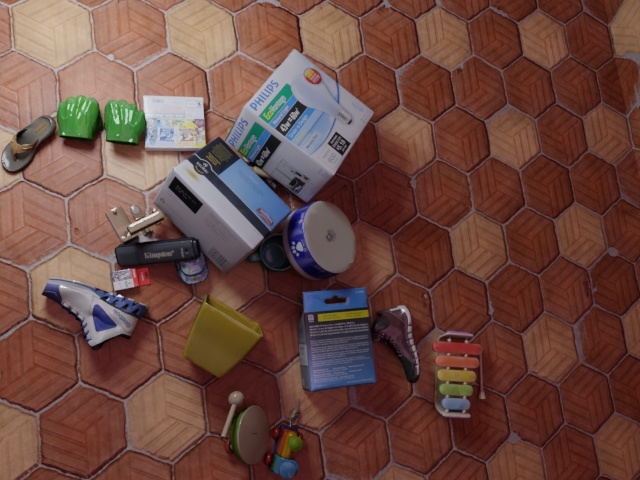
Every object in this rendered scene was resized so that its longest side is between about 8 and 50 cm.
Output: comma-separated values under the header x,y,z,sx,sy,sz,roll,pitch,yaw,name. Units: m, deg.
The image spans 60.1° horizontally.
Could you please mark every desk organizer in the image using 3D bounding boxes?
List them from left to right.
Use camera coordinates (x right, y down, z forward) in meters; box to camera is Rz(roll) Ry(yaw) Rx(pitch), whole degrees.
x,y,z,sx,sy,sz,roll,pitch,yaw,name
-0.204,-0.237,1.976,0.130,0.050,0.047,40,73,-7,desk organizer

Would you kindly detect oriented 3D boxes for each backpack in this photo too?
x,y,z,sx,sy,sz,roll,pitch,yaw,name
-0.427,0.087,1.841,0.105,0.084,0.114,-18,89,-17,backpack

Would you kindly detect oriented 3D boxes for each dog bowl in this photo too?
x,y,z,sx,sy,sz,roll,pitch,yaw,name
0.000,0.000,1.911,0.265,0.104,0.264,20,60,-40,dog bowl

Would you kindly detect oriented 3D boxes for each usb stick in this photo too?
x,y,z,sx,sy,sz,roll,pitch,yaw,name
-0.527,0.038,1.785,0.278,0.045,0.077,-6,100,7,usb stick

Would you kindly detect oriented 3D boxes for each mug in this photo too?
x,y,z,sx,sy,sz,roll,pitch,yaw,name
-0.166,0.041,1.919,0.158,0.097,0.129,22,76,-12,mug

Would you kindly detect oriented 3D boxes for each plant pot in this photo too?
x,y,z,sx,sy,sz,roll,pitch,yaw,name
-0.328,0.316,1.781,0.212,0.212,0.187,32,87,-9,plant pot

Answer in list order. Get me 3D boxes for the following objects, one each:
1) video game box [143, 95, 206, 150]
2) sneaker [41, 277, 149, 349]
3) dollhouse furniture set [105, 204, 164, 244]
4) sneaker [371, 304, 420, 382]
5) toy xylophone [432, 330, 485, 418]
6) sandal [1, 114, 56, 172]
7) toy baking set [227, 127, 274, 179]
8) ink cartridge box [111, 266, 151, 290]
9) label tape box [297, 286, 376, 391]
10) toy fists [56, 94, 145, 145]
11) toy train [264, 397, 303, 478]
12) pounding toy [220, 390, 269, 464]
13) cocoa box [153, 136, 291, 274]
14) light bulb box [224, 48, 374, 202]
x,y,z,sx,sy,sz,roll,pitch,yaw,name
-0.505,-0.404,1.916,0.205,0.048,0.186,-2,80,-16,video game box
-0.713,0.237,1.710,0.316,0.127,0.182,20,74,-14,sneaker
-0.601,-0.082,1.782,0.144,0.151,0.123,-30,90,-21,dollhouse furniture set
0.257,0.380,1.998,0.163,0.106,0.281,-5,72,-12,sneaker
0.522,0.495,2.059,0.237,0.081,0.322,-1,82,-17,toy xylophone
-0.933,-0.313,1.756,0.090,0.060,0.219,44,86,-1,sandal
-0.211,-0.307,1.951,0.257,0.030,0.196,10,60,-25,toy baking set
-0.618,0.124,1.807,0.115,0.029,0.062,-11,84,-17,ink cartridge box
0.050,0.341,1.931,0.241,0.106,0.333,-2,81,-17,label tape box
-0.719,-0.396,1.821,0.280,0.096,0.142,5,90,-5,toy fists
-0.096,0.649,1.818,0.105,0.143,0.247,20,76,-13,toy train
-0.271,0.612,1.784,0.236,0.110,0.182,62,32,-36,pounding toy
-0.318,-0.112,1.799,0.347,0.231,0.228,46,49,-5,cocoa box
-0.069,-0.394,1.908,0.361,0.225,0.357,36,56,-9,light bulb box
